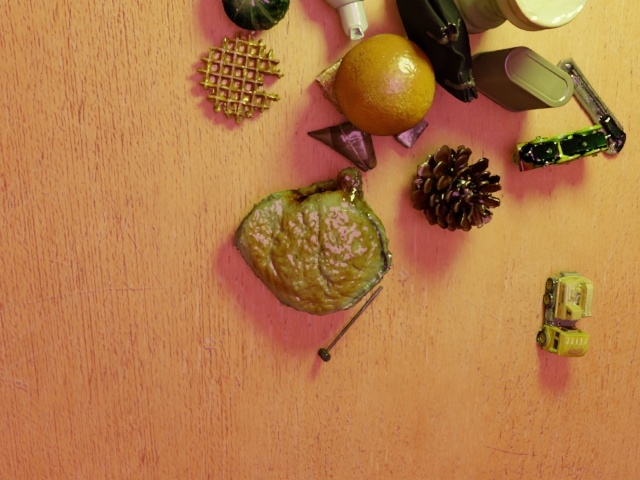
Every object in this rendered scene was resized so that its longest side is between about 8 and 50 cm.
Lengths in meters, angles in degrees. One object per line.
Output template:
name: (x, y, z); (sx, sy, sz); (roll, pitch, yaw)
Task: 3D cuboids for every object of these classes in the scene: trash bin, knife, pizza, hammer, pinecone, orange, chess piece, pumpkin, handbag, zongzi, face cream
trash bin: (0.569, -0.460, 1.813); (0.243, 0.247, 0.121); (27, 95, -15)
knife: (0.855, -0.420, 1.981); (0.089, 0.043, 0.365); (-41, 104, -3)
pizza: (0.051, -0.459, 1.812); (0.134, 0.046, 0.175); (16, 96, -15)
hammer: (0.098, 0.253, 1.947); (0.029, 0.058, 0.292); (43, 85, -20)
pinecone: (0.410, -0.140, 1.841); (0.264, 0.264, 0.264); (-2, 100, -11)
orange: (0.170, -0.414, 1.687); (0.274, 0.274, 0.274); (-2, 100, -11)
chess piece: (0.495, -0.662, 1.661); (0.234, 0.442, 0.234); (-3, 104, -11)
pumpkin: (-0.171, -0.654, 1.682); (0.190, 0.146, 0.190); (8, 109, 23)
handbag: (0.325, -0.535, 1.672); (0.152, 0.288, 0.342); (-26, 137, 11)
zongzi: (0.068, -0.263, 1.839); (0.176, 0.078, 0.160); (-16, 103, 2)
face cream: (0.057, -0.731, 1.718); (0.145, 0.145, 0.370); (-16, 103, -8)

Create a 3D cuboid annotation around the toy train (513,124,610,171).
toy train: (0.726, -0.278, 1.922); (0.296, 0.160, 0.100); (-13, 93, -11)

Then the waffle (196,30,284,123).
waffle: (-0.221, -0.456, 1.758); (0.231, 0.051, 0.229); (-33, 104, -3)

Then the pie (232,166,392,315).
pie: (-0.016, 0.021, 1.822); (0.418, 0.180, 0.395); (-25, 101, 3)

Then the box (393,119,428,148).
box: (0.269, -0.327, 1.879); (0.062, 0.045, 0.098); (34, 93, -14)

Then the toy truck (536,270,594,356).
toy truck: (0.803, 0.242, 2.024); (0.124, 0.157, 0.272); (4, 98, -12)
